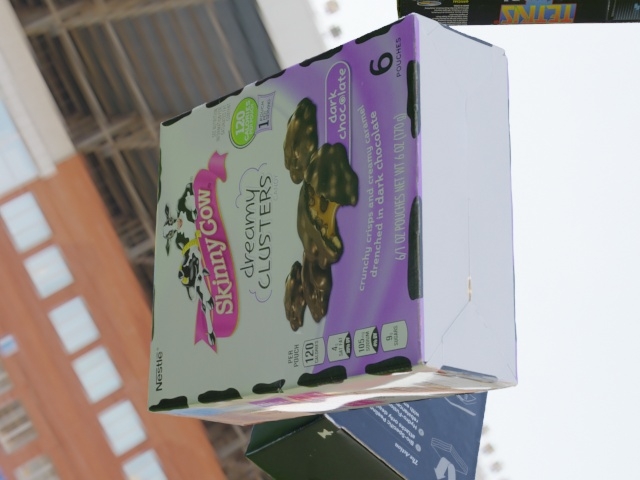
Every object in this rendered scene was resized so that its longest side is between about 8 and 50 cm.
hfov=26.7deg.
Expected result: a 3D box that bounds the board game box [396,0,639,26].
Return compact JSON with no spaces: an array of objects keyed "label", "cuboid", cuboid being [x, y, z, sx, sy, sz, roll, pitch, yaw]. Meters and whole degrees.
[{"label":"board game box","cuboid":[0.130,-0.200,0.853,0.048,0.170,0.141,89,1,-51]}]

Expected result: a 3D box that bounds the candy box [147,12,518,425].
[{"label":"candy box","cuboid":[0.000,0.000,0.673,0.196,0.070,0.165,-16,-112,44]}]

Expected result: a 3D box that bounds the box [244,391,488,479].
[{"label":"box","cuboid":[0.041,0.134,1.042,0.093,0.158,0.156,-31,-62,36]}]
